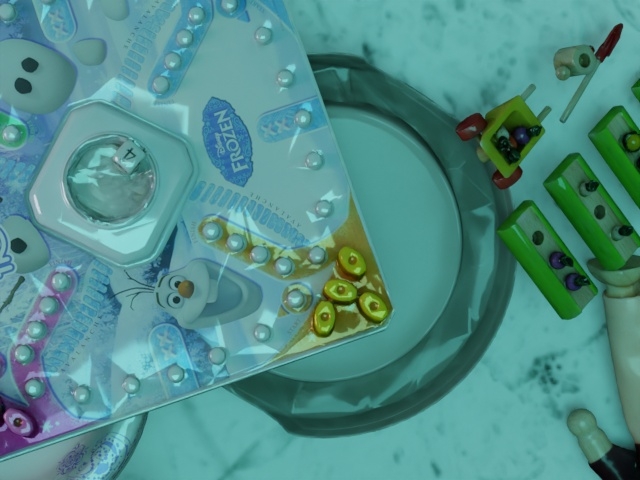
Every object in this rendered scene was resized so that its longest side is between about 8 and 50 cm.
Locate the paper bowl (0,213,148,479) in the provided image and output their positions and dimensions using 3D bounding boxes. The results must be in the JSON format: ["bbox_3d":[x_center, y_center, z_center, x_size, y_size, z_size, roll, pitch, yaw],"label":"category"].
[{"bbox_3d":[-0.290,0.123,1.675,0.284,0.148,0.284,0,80,-2],"label":"paper bowl"}]

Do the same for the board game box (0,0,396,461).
[{"bbox_3d":[-0.178,-0.051,1.607,0.390,0.050,0.390,-19,83,-5],"label":"board game box"}]

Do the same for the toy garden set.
[{"bbox_3d":[0.249,-0.084,1.704,0.244,0.049,0.204,-46,109,-22],"label":"toy garden set"}]

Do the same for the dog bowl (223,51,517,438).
[{"bbox_3d":[0.000,0.000,1.728,0.349,0.102,0.348,-1,97,-6],"label":"dog bowl"}]

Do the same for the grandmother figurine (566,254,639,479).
[{"bbox_3d":[0.342,0.182,1.790,0.208,0.104,0.342,-3,102,23],"label":"grandmother figurine"}]
